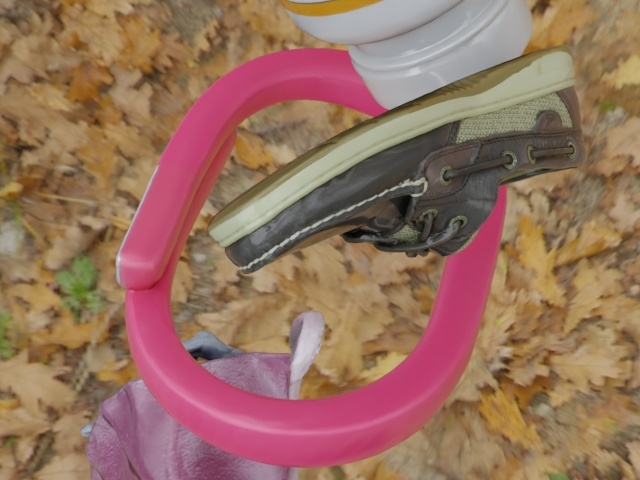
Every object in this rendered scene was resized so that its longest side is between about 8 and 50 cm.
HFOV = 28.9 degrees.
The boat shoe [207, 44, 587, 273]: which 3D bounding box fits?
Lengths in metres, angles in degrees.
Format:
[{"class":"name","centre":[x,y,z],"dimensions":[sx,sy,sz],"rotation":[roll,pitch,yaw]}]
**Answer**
[{"class":"boat shoe","centre":[0.051,-0.028,0.577],"dimensions":[0.223,0.080,0.073],"rotation":[-28,93,-36]}]

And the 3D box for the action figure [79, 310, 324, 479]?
[{"class":"action figure","centre":[-0.072,0.283,1.042],"dimensions":[0.275,0.248,0.370],"rotation":[-17,63,-18]}]

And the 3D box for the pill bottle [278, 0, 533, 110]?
[{"class":"pill bottle","centre":[0.018,-0.189,0.638],"dimensions":[0.136,0.136,0.246],"rotation":[-32,124,3]}]

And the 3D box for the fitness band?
[{"class":"fitness band","centre":[0.000,0.000,0.740],"dimensions":[0.209,0.054,0.291],"rotation":[17,52,3]}]
